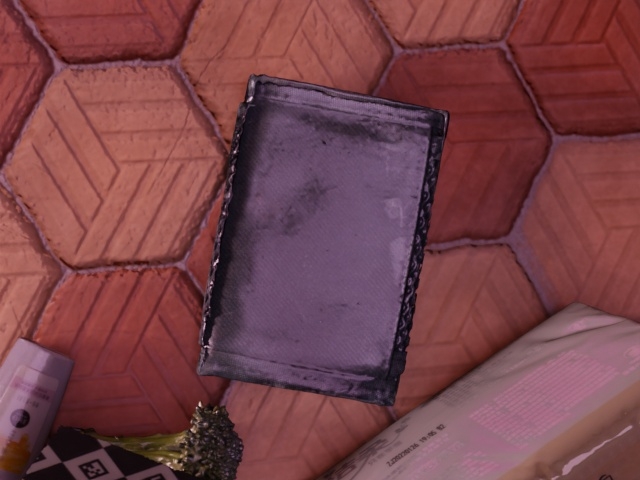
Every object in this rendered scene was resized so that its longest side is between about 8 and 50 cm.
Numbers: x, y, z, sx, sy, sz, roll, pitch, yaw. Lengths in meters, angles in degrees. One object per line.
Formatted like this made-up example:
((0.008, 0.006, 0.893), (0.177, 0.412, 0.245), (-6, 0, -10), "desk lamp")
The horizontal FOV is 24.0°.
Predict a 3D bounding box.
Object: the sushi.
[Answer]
((-0.229, 0.288, 1.602), (0.220, 0.047, 0.231), (25, 123, -22), "sushi")

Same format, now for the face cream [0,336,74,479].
((-0.335, 0.206, 1.615), (0.084, 0.057, 0.198), (25, 85, -22), "face cream")

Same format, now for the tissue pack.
((0.221, 0.265, 1.615), (0.405, 0.332, 0.205), (-34, 103, -11), "tissue pack")

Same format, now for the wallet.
((0.000, 0.000, 1.689), (0.237, 0.075, 0.342), (10, 91, -8), "wallet")

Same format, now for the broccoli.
((-0.187, 0.234, 1.643), (0.204, 0.122, 0.118), (3, 75, 0), "broccoli")
